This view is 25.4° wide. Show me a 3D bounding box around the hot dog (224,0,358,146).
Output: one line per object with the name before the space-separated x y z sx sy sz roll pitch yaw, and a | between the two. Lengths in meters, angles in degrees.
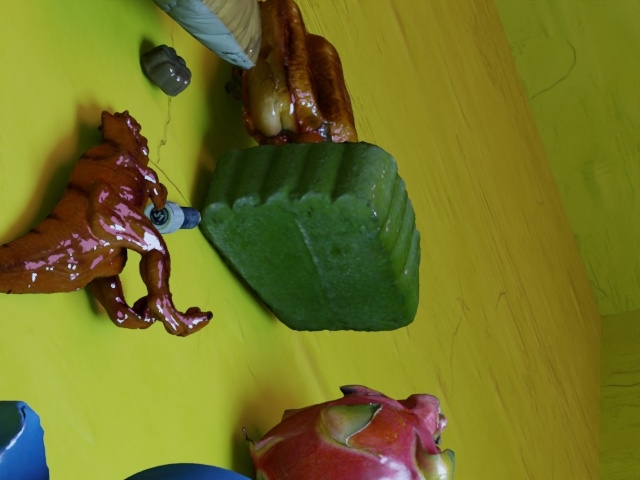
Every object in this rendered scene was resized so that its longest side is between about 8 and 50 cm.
hot dog | -0.041 -0.187 1.773 0.158 0.117 0.349 46 17 -27

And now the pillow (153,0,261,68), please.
pillow | -0.160 -0.341 1.482 0.312 0.119 0.310 38 27 -78

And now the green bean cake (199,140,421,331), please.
green bean cake | 0.000 0.000 1.648 0.248 0.222 0.125 67 28 -43

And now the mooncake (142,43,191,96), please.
mooncake | -0.228 -0.280 1.462 0.150 0.057 0.347 64 4 28

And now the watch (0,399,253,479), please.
watch | -0.132 0.257 1.038 0.241 0.274 0.305 -22 103 -70

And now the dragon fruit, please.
dragon fruit | 0.037 0.267 1.570 0.224 0.227 0.224 175 -90 -72

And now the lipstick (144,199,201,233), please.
lipstick | -0.151 -0.024 1.523 0.116 0.037 0.037 3 75 -74

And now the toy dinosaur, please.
toy dinosaur | -0.195 0.012 1.290 0.208 0.097 0.432 56 22 -16
